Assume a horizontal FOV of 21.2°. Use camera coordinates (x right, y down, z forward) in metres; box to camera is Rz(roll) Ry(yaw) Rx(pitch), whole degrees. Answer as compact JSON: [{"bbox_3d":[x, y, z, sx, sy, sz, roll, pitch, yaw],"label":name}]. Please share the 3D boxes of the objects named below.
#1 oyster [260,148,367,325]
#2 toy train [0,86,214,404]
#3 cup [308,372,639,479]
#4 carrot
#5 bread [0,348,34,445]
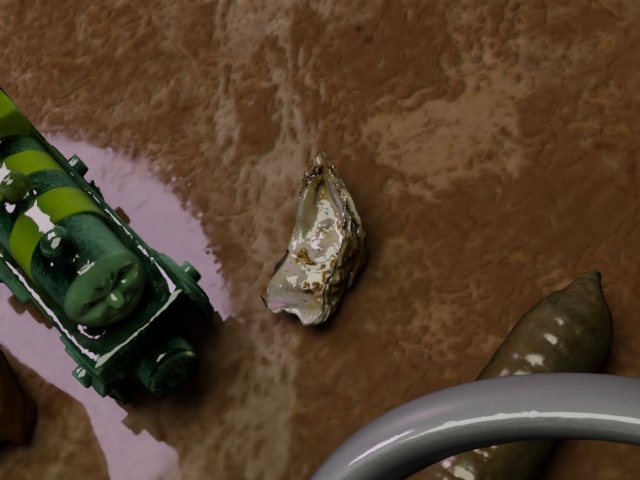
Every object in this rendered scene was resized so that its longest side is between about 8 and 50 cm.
[{"bbox_3d":[0.002,0.000,0.864,0.051,0.034,0.093,10,76,42],"label":"oyster"},{"bbox_3d":[-0.137,-0.004,0.857,0.083,0.132,0.200,-45,54,-7],"label":"toy train"},{"bbox_3d":[0.140,0.189,0.550,0.327,0.237,0.322,-14,96,15],"label":"cup"},{"bbox_3d":[0.039,0.146,0.746,0.070,0.070,0.342,25,71,30],"label":"carrot"},{"bbox_3d":[-0.326,0.032,0.855,0.340,0.179,0.194,31,77,22],"label":"bread"}]
